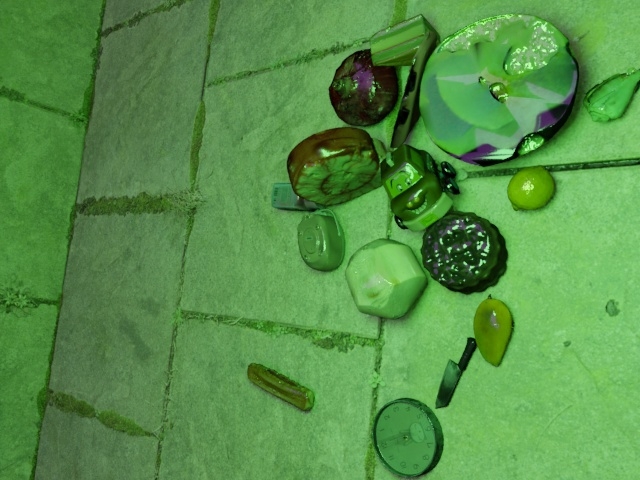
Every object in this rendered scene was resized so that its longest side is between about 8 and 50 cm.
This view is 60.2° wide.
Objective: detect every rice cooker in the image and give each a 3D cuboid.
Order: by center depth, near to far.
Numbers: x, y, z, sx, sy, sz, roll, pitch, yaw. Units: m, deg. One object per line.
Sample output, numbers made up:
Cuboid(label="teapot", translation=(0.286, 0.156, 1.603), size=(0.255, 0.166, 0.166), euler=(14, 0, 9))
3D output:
Cuboid(label="rice cooker", translation=(0.000, 0.000, 1.814), size=(0.145, 0.127, 0.206), euler=(-18, 79, 34))

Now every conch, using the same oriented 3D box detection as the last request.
Cuboid(label="conch", translation=(0.715, -0.363, 1.354), size=(0.106, 0.079, 0.170), euler=(40, 91, 30))

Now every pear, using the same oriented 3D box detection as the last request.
Cuboid(label="pear", translation=(0.478, -0.386, 1.469), size=(0.398, 0.165, 0.399), euler=(-1, 88, 29))

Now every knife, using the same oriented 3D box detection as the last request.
Cuboid(label="knife", translation=(0.365, 0.365, 1.517), size=(0.060, 0.028, 0.230), euler=(33, 105, 50))

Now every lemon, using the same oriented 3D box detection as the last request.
Cuboid(label="lemon", translation=(0.538, -0.133, 1.420), size=(0.109, 0.109, 0.133), euler=(44, 116, 36))

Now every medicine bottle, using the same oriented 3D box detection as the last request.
Cuboid(label="medicine bottle", translation=(-0.066, -0.149, 1.899), size=(0.188, 0.119, 0.094), euler=(5, 89, 39))

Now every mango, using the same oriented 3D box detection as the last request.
Cuboid(label="mango", translation=(0.450, 0.234, 1.449), size=(0.101, 0.066, 0.187), euler=(3, 90, 40))

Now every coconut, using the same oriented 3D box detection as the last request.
Cuboid(label="coconut", translation=(0.189, 0.118, 1.587), size=(0.241, 0.241, 0.241), euler=(-9, 75, 37))

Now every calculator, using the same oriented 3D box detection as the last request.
Cuboid(label="calculator", translation=(0.272, -0.433, 1.577), size=(0.048, 0.220, 0.330), euler=(21, 134, 14))

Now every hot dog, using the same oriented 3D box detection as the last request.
Cuboid(label="hot dog", translation=(-0.134, 0.488, 1.862), size=(0.289, 0.068, 0.083), euler=(18, 115, 35))

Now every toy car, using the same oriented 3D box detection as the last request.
Cuboid(label="toy car", translation=(0.252, -0.167, 1.554), size=(0.204, 0.198, 0.248), euler=(-37, 29, 28))

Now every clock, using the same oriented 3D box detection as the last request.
Cuboid(label="clock", translation=(0.241, 0.556, 1.560), size=(0.215, 0.042, 0.215), euler=(-9, 76, 37))

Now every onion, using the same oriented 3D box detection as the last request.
Cuboid(label="onion", translation=(0.125, -0.487, 1.754), size=(0.252, 0.219, 0.252), euler=(-2, 88, 46))

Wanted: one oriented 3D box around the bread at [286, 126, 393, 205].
Cuboid(label="bread", translation=(0.052, -0.218, 1.686), size=(0.295, 0.327, 0.114), euler=(-30, 65, 34))

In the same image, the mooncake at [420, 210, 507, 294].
Cuboid(label="mooncake", translation=(0.385, 0.032, 1.501), size=(0.228, 0.124, 0.228), euler=(-8, 76, 36))

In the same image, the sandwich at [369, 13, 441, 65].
Cuboid(label="sandwich", translation=(0.265, -0.582, 1.689), size=(0.187, 0.144, 0.117), euler=(-15, 70, 26))
